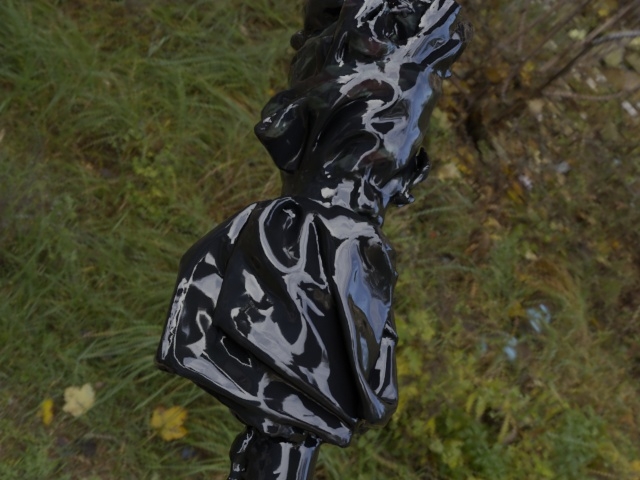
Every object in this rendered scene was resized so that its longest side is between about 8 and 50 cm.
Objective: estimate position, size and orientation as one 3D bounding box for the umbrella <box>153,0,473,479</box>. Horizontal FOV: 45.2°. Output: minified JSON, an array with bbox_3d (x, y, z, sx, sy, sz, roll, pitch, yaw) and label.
[{"bbox_3d":[0.000,-0.001,0.389,0.122,0.110,0.272,31,71,-57],"label":"umbrella"}]
